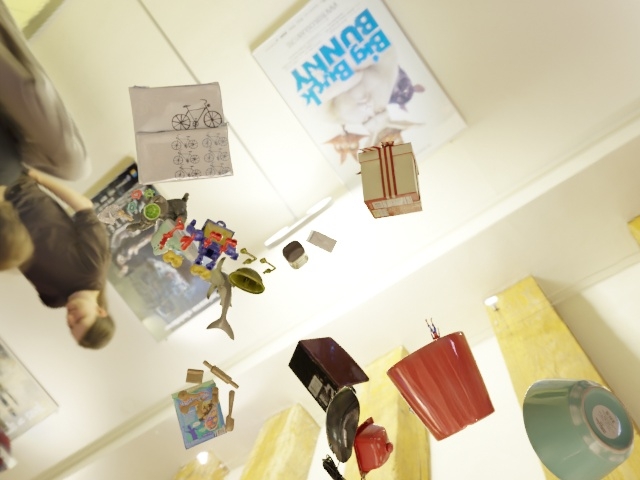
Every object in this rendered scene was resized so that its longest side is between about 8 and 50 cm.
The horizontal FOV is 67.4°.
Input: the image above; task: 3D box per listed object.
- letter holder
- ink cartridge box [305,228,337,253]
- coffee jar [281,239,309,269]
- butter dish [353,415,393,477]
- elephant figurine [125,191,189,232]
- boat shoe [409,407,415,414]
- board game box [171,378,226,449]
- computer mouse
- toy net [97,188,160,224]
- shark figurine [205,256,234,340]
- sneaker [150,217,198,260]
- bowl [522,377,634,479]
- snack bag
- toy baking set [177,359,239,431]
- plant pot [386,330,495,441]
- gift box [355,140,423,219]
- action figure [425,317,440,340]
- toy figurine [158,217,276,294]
[{"bbox_3d":[0.040,0.579,2.114,0.214,0.302,0.152,1,120,-43],"label":"letter holder"},{"bbox_3d":[0.000,0.000,1.966,0.062,0.104,0.181,-64,-172,0],"label":"ink cartridge box"},{"bbox_3d":[-0.105,0.061,2.015,0.096,0.079,0.184,-38,165,-6],"label":"coffee jar"},{"bbox_3d":[0.194,0.702,1.632,0.118,0.160,0.159,-14,178,35],"label":"butter dish"},{"bbox_3d":[-0.731,-0.129,2.166,0.169,0.239,0.186,-55,-146,32],"label":"elephant figurine"},{"bbox_3d":[0.344,0.569,1.578,0.040,0.142,0.049,4,-113,49],"label":"boat shoe"},{"bbox_3d":[-0.447,0.641,1.775,0.160,0.210,0.047,-14,-167,-24],"label":"board game box"},{"bbox_3d":[0.055,0.507,1.171,0.060,0.262,0.184,3,-163,-28],"label":"computer mouse"},{"bbox_3d":[-0.752,-0.127,1.884,0.232,0.122,0.045,-18,-150,-37],"label":"toy net"},{"bbox_3d":[-0.302,0.174,1.585,0.166,0.116,0.278,-50,-139,24],"label":"shark figurine"},{"bbox_3d":[-0.634,0.036,2.069,0.151,0.256,0.094,-46,151,3],"label":"sneaker"},{"bbox_3d":[0.765,0.528,1.384,0.311,0.311,0.163,-42,171,-38],"label":"bowl"},{"bbox_3d":[-0.473,-0.372,1.639,0.322,0.343,0.037,-6,-178,-7],"label":"snack bag"},{"bbox_3d":[-0.391,0.561,1.721,0.197,0.256,0.030,-58,-169,-22],"label":"toy baking set"},{"bbox_3d":[0.371,0.443,1.436,0.274,0.243,0.275,-23,156,-11],"label":"plant pot"},{"bbox_3d":[0.275,-0.258,2.006,0.276,0.258,0.255,-6,160,12],"label":"gift box"},{"bbox_3d":[0.452,0.361,1.905,0.038,0.115,0.030,-20,-172,24],"label":"action figure"},{"bbox_3d":[-0.312,0.001,1.564,0.191,0.362,0.217,-54,-162,33],"label":"toy figurine"}]
